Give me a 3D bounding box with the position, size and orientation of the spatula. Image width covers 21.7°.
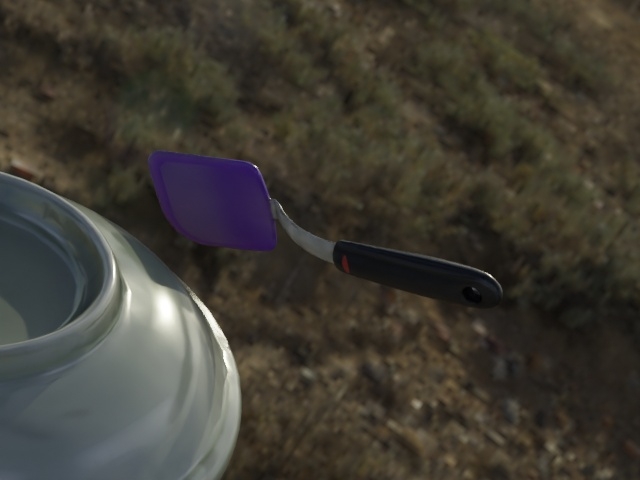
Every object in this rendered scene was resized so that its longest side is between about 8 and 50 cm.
[{"bbox_3d":[0.000,0.000,1.147,0.296,0.084,0.030,20,46,37],"label":"spatula"}]

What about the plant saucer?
[{"bbox_3d":[-0.237,0.045,1.038,0.400,0.100,0.400,12,31,-7],"label":"plant saucer"}]
